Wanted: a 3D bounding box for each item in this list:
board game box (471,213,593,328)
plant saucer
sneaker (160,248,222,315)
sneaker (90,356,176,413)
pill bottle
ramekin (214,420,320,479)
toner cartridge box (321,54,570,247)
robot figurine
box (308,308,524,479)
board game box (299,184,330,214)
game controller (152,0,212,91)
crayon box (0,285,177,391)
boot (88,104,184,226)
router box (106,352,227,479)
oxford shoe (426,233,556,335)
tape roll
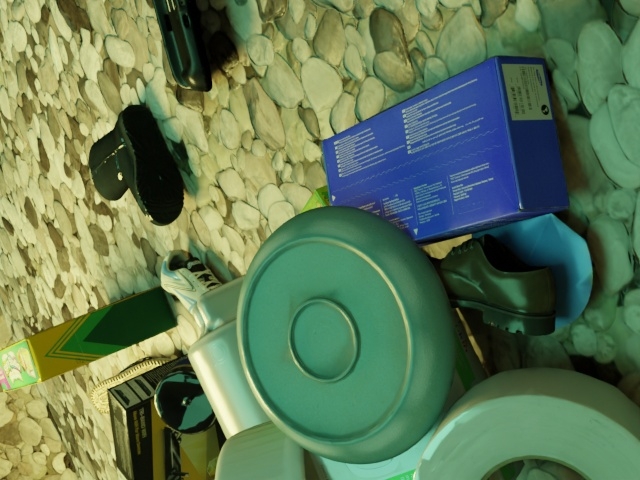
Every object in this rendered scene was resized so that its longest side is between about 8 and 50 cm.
[{"bbox_3d":[0.246,0.015,1.047,0.168,0.033,0.133,44,137,31],"label":"board game box"},{"bbox_3d":[0.013,0.118,1.113,0.317,0.043,0.318,4,97,35],"label":"plant saucer"},{"bbox_3d":[-0.225,0.086,1.737,0.237,0.085,0.086,27,123,42],"label":"sneaker"},{"bbox_3d":[-0.371,0.310,2.090,0.282,0.153,0.099,-19,91,27],"label":"sneaker"},{"bbox_3d":[-0.204,0.253,1.671,0.122,0.219,0.123,3,103,13],"label":"pill bottle"},{"bbox_3d":[-0.041,0.377,1.277,0.277,0.135,0.277,-15,-90,-79],"label":"ramekin"},{"bbox_3d":[0.129,-0.082,1.084,0.347,0.075,0.165,-16,79,58],"label":"toner cartridge box"},{"bbox_3d":[-0.083,0.234,1.505,0.354,0.199,0.300,63,165,7],"label":"robot figurine"},{"bbox_3d":[0.101,0.220,1.196,0.231,0.126,0.262,-25,83,22],"label":"box"},{"bbox_3d":[0.000,0.000,1.387,0.092,0.043,0.181,57,147,14],"label":"board game box"},{"bbox_3d":[-0.225,-0.388,1.438,0.166,0.067,0.319,22,128,66],"label":"game controller"},{"bbox_3d":[-0.534,0.225,2.056,0.363,0.313,0.106,-22,91,58],"label":"crayon box"},{"bbox_3d":[-0.363,-0.117,1.796,0.207,0.094,0.247,-33,74,54],"label":"boot"},{"bbox_3d":[-0.292,0.385,1.866,0.081,0.242,0.309,36,137,40],"label":"router box"},{"bbox_3d":[0.174,0.033,1.064,0.227,0.082,0.096,14,108,41],"label":"oxford shoe"},{"bbox_3d":[0.247,0.289,1.018,0.286,0.100,0.286,4,102,18],"label":"tape roll"}]
